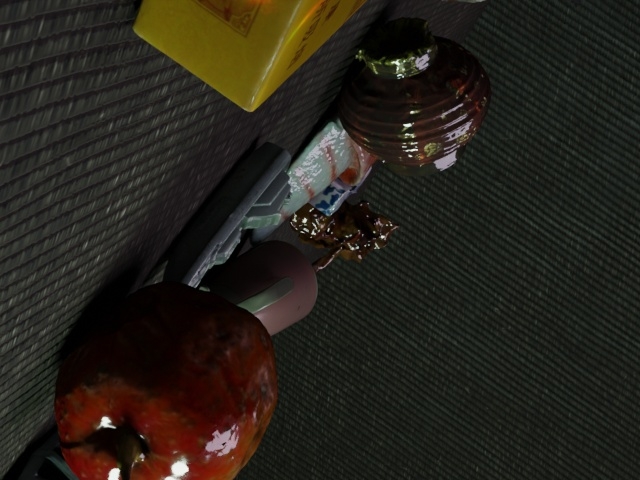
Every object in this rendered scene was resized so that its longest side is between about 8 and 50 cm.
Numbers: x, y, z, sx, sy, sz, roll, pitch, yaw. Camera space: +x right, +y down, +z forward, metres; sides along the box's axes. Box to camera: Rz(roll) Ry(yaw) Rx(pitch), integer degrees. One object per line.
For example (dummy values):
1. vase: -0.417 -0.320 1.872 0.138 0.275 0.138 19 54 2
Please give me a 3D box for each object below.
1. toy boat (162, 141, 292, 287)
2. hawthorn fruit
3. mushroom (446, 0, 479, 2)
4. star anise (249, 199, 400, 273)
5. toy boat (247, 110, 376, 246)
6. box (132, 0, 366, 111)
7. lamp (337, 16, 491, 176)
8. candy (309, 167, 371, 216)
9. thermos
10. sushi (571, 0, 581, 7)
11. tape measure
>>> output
1. toy boat: -0.116 -0.011 1.641 0.260 0.085 0.078 -53 176 -22
2. hawthorn fruit: -0.174 0.174 1.462 0.262 0.258 0.258 6 123 -53
3. mushroom: 0.234 -0.441 2.181 0.081 0.092 0.223 -39 173 18
4. star anise: -0.001 -0.009 2.412 0.346 0.237 0.148 -22 124 -43
5. toy boat: -0.020 -0.105 2.135 0.282 0.096 0.206 -41 160 -9
6. box: 0.047 -0.307 0.968 0.415 0.116 0.264 -50 172 -46
7. lamp: 0.142 -0.224 1.996 0.247 0.247 0.247 -55 176 -6
8. candy: 0.026 -0.115 2.373 0.073 0.092 0.160 -56 174 32
9. thermos: -0.118 0.098 2.075 0.176 0.146 0.265 -26 -178 31
10. sushi: 0.350 -0.543 1.924 0.059 0.294 0.292 9 -121 52
11. tape measure: -0.343 0.335 1.636 0.181 0.107 0.182 -38 152 -79
